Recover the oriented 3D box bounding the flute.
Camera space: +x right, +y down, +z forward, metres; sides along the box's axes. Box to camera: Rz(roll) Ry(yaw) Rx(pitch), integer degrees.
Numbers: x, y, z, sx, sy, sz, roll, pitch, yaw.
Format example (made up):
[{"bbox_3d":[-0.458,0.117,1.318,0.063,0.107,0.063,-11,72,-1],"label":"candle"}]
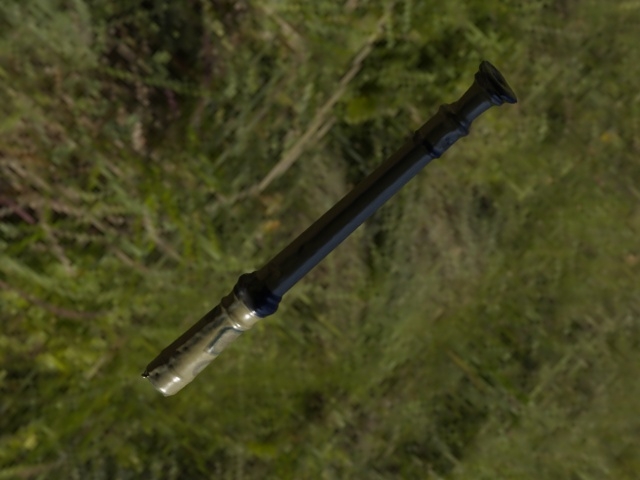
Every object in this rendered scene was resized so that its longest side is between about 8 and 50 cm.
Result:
[{"bbox_3d":[0.000,0.000,0.690,0.233,0.027,0.027,-42,-164,16],"label":"flute"}]
